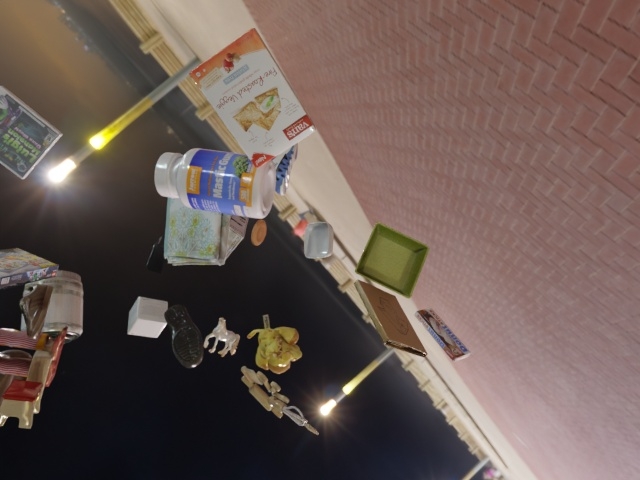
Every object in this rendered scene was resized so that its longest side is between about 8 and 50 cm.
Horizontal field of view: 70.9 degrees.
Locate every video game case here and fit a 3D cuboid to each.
[{"bbox_3d":[-0.857,-0.298,1.252,0.190,0.173,0.022,41,-177,-17],"label":"video game case"}]

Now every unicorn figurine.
[{"bbox_3d":[-0.308,0.300,1.405,0.060,0.111,0.162,28,172,26],"label":"unicorn figurine"}]

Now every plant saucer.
[{"bbox_3d":[-0.191,-0.024,1.411,0.013,0.084,0.083,15,164,18],"label":"plant saucer"},{"bbox_3d":[0.220,0.064,1.400,0.188,0.188,0.045,26,159,1],"label":"plant saucer"}]

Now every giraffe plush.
[{"bbox_3d":[-0.143,0.378,1.538,0.210,0.181,0.170,68,168,-22],"label":"giraffe plush"}]

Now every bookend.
[{"bbox_3d":[-0.697,0.034,1.984,0.072,0.157,0.156,23,-145,-20],"label":"bookend"}]

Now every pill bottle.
[{"bbox_3d":[-0.258,-0.146,1.112,0.271,0.152,0.152,8,168,7],"label":"pill bottle"}]

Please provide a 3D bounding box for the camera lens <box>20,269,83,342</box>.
[{"bbox_3d":[-1.112,0.285,1.872,0.219,0.219,0.274,59,-161,-67],"label":"camera lens"}]

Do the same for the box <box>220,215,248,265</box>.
[{"bbox_3d":[-0.406,-0.024,1.963,0.087,0.169,0.290,38,-167,-16],"label":"box"}]

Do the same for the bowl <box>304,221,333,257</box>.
[{"bbox_3d":[0.000,0.000,1.775,0.053,0.142,0.142,5,174,-44],"label":"bowl"}]

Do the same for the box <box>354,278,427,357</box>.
[{"bbox_3d":[0.178,0.197,1.148,0.164,0.021,0.201,26,-154,-38],"label":"box"}]

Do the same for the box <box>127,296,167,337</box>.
[{"bbox_3d":[-0.570,0.255,1.486,0.102,0.101,0.087,18,-140,-32],"label":"box"}]

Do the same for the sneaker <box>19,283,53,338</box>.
[{"bbox_3d":[-0.786,0.192,1.225,0.071,0.066,0.188,14,-151,-27],"label":"sneaker"}]

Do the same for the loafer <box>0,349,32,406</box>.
[{"bbox_3d":[-0.981,0.496,1.349,0.130,0.366,0.133,37,-174,40],"label":"loafer"}]

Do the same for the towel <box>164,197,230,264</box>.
[{"bbox_3d":[-0.463,-0.090,1.706,0.320,0.375,0.090,-1,174,38],"label":"towel"}]

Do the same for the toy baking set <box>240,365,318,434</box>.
[{"bbox_3d":[-0.122,0.443,1.228,0.256,0.030,0.196,50,150,-9],"label":"toy baking set"}]

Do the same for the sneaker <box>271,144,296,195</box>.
[{"bbox_3d":[-0.196,-0.333,1.800,0.182,0.316,0.127,12,148,3],"label":"sneaker"}]

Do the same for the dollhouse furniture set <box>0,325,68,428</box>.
[{"bbox_3d":[-0.790,0.316,1.140,0.201,0.152,0.374,15,177,-23],"label":"dollhouse furniture set"}]

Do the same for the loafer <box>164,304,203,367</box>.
[{"bbox_3d":[-0.371,0.272,1.251,0.220,0.080,0.078,-127,22,-45],"label":"loafer"}]

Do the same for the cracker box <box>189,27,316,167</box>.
[{"bbox_3d":[-0.134,-0.290,0.933,0.232,0.155,0.067,55,-169,-24],"label":"cracker box"}]

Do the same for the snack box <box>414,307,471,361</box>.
[{"bbox_3d":[0.348,0.267,1.292,0.064,0.022,0.178,-5,-139,-34],"label":"snack box"}]

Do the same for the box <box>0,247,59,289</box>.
[{"bbox_3d":[-0.947,0.082,1.364,0.159,0.044,0.233,21,-172,5],"label":"box"}]
